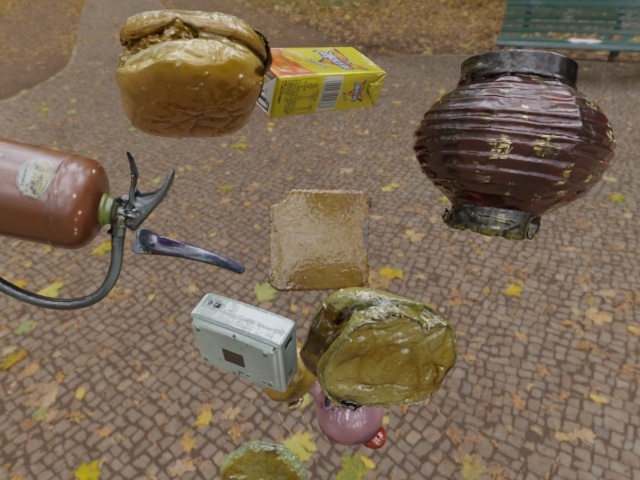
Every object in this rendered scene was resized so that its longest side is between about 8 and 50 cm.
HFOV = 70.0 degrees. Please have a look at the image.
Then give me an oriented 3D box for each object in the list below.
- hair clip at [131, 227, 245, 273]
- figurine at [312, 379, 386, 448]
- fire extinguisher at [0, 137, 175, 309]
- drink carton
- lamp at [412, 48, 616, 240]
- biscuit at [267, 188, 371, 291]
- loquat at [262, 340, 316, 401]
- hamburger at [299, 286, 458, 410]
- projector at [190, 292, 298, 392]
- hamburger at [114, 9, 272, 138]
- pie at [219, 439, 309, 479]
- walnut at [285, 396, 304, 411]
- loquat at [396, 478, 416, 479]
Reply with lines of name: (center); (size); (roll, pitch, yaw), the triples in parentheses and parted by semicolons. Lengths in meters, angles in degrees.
hair clip: (-0.307, 0.038, 1.099); (0.275, 0.083, 0.048); (19, 57, -21)
figurine: (0.071, 0.415, 1.123); (0.173, 0.173, 0.173); (-3, 36, 2)
fire extinguisher: (-0.376, -0.037, 0.537); (0.376, 0.200, 0.113); (11, 32, -13)
drink carton: (-0.014, -0.410, 1.160); (0.351, 0.111, 0.154); (-19, 54, -36)
lamp: (0.239, -0.113, 0.590); (0.247, 0.247, 0.247); (-3, 36, 2)
biscuit: (0.000, 0.000, 1.029); (0.236, 0.232, 0.013); (0, 5, -14)
loquat: (-0.110, 0.421, 1.476); (0.187, 0.234, 0.176); (48, 32, 21)
hamburger: (0.109, 0.210, 0.898); (0.284, 0.265, 0.134); (16, 22, -17)
projector: (-0.111, 0.152, 0.668); (0.147, 0.115, 0.061); (15, 43, 19)
hamburger: (-0.234, -0.303, 0.867); (0.318, 0.158, 0.318); (-9, -7, -1)
pie: (-0.194, 0.792, 1.540); (0.306, 0.306, 0.071); (-5, 15, -1)
walnut: (-0.096, 0.629, 1.914); (0.069, 0.143, 0.170); (-1, 33, 19)
loquat: (0.233, 0.749, 1.154); (0.263, 0.263, 0.263); (-3, 36, 2)
